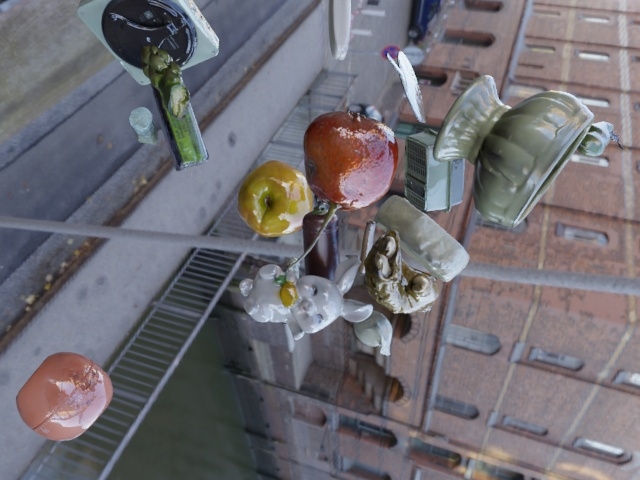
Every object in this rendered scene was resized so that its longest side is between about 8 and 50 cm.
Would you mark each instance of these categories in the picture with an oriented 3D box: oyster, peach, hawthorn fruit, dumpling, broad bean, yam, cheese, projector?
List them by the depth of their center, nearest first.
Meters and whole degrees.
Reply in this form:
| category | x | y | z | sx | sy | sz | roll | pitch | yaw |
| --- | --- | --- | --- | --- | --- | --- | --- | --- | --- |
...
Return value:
| category | x | y | z | sx | sy | sz | roll | pitch | yaw |
| --- | --- | --- | --- | --- | --- | --- | --- | --- | --- |
| hawthorn fruit | 0.028 | -0.074 | 0.918 | 0.165 | 0.165 | 0.285 | 9 | 98 | -74 |
| broad bean | 0.704 | -0.256 | 1.373 | 0.318 | 0.098 | 0.056 | -14 | 150 | -44 |
| projector | -0.429 | -0.533 | 1.384 | 0.257 | 0.259 | 0.079 | 51 | 28 | -51 |
| dumpling | 0.158 | 0.271 | 1.557 | 0.100 | 0.169 | 0.134 | -33 | 106 | -27 |
| yam | -0.528 | -0.335 | 1.635 | 0.169 | 0.068 | 0.068 | 133 | -26 | -75 |
| cheese | 0.306 | -0.008 | 1.685 | 0.115 | 0.326 | 0.318 | -48 | 141 | 2 |
| oyster | -0.114 | 0.137 | 1.866 | 0.177 | 0.064 | 0.125 | -67 | -160 | -9 |
| peach | -0.166 | -0.161 | 2.063 | 0.308 | 0.289 | 0.289 | -48 | 148 | -78 |
| yam | 0.196 | 0.031 | 2.311 | 0.046 | 0.046 | 0.264 | -52 | 155 | -55 |

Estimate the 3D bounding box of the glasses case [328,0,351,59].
| category | x | y | z | sx | sy | sz | roll | pitch | yaw |
| --- | --- | --- | --- | --- | --- | --- | --- | --- | --- |
| glasses case | 0.044 | -0.527 | 1.275 | 0.081 | 0.051 | 0.204 | -131 | -139 | -82 |

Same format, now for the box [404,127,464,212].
| category | x | y | z | sx | sy | sz | roll | pitch | yaw |
| --- | --- | --- | --- | --- | --- | --- | --- | --- | --- |
| box | 0.421 | -0.258 | 2.024 | 0.220 | 0.166 | 0.290 | -128 | -150 | -61 |

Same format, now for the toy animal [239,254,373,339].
| category | x | y | z | sx | sy | sz | roll | pitch | yaw |
| --- | --- | --- | --- | --- | --- | --- | --- | --- | --- |
| toy animal | -0.040 | 0.146 | 1.434 | 0.154 | 0.325 | 0.208 | 89 | -13 | -77 |

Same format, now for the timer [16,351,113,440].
| category | x | y | z | sx | sy | sz | roll | pitch | yaw |
| --- | --- | --- | --- | --- | --- | --- | --- | --- | --- |
| timer | -0.702 | 0.429 | 1.509 | 0.229 | 0.215 | 0.229 | -46 | -165 | 16 |

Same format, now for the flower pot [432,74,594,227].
| category | x | y | z | sx | sy | sz | roll | pitch | yaw |
| --- | --- | --- | --- | --- | --- | --- | --- | --- | --- |
| flower pot | 0.401 | -0.207 | 1.184 | 0.307 | 0.244 | 0.307 | -44 | 160 | -21 |

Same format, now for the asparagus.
| category | x | y | z | sx | sy | sz | roll | pitch | yaw |
| --- | --- | --- | --- | --- | --- | --- | --- | --- | --- |
| asparagus | -0.340 | -0.361 | 1.197 | 0.080 | 0.287 | 0.080 | -22 | 139 | -20 |

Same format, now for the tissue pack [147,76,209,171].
| category | x | y | z | sx | sy | sz | roll | pitch | yaw |
| --- | --- | --- | --- | --- | --- | --- | --- | --- | --- |
| tissue pack | -0.504 | -0.444 | 1.895 | 0.288 | 0.124 | 0.394 | -161 | -127 | -75 |

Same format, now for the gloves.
| category | x | y | z | sx | sy | sz | roll | pitch | yaw |
| --- | --- | --- | --- | --- | --- | --- | --- | --- | --- |
| gloves | 0.201 | 0.104 | 1.400 | 0.155 | 0.203 | 0.356 | -44 | 148 | -3 |

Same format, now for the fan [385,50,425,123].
| category | x | y | z | sx | sy | sz | roll | pitch | yaw |
| --- | --- | --- | --- | --- | --- | --- | --- | --- | --- |
| fan | 0.253 | -0.490 | 1.614 | 0.294 | 0.012 | 0.223 | 50 | 34 | -41 |

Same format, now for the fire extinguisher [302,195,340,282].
| category | x | y | z | sx | sy | sz | roll | pitch | yaw |
| --- | --- | --- | --- | --- | --- | --- | --- | --- | --- |
| fire extinguisher | 0.000 | 0.000 | 1.513 | 0.138 | 0.102 | 0.344 | -112 | -162 | -69 |
